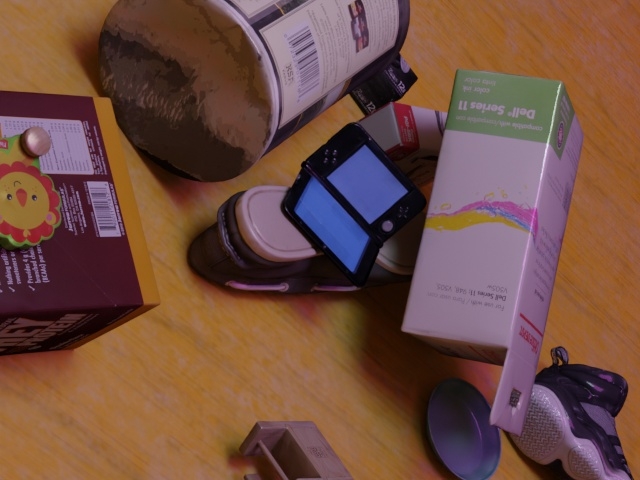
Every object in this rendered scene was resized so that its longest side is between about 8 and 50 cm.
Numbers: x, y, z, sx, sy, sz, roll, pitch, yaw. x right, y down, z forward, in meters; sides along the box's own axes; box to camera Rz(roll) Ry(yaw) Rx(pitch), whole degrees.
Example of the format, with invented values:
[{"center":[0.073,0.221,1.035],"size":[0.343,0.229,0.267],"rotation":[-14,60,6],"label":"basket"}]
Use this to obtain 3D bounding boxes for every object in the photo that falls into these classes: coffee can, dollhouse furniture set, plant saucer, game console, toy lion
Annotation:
[{"center":[-0.061,-0.204,1.406],"size":[0.201,0.201,0.275],"rotation":[57,41,-7],"label":"coffee can"},{"center":[0.001,0.278,1.301],"size":[0.129,0.129,0.183],"rotation":[8,35,-45],"label":"dollhouse furniture set"},{"center":[0.153,0.212,1.544],"size":[0.119,0.021,0.119],"rotation":[23,55,-37],"label":"plant saucer"},{"center":[0.037,-0.036,1.389],"size":[0.122,0.107,0.071],"rotation":[47,9,-20],"label":"game console"},{"center":[-0.243,-0.041,1.064],"size":[0.100,0.034,0.096],"rotation":[9,71,-43],"label":"toy lion"}]

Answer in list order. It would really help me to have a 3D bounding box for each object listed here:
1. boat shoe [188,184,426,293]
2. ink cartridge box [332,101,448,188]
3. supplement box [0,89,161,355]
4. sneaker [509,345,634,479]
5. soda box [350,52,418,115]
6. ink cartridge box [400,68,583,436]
[{"center":[0.000,0.000,1.462],"size":[0.335,0.095,0.112],"rotation":[4,64,-51],"label":"boat shoe"},{"center":[0.098,-0.106,1.597],"size":[0.135,0.099,0.056],"rotation":[5,66,-44],"label":"ink cartridge box"},{"center":[-0.264,-0.011,1.146],"size":[0.194,0.129,0.191],"rotation":[-2,71,-47],"label":"supplement box"},{"center":[0.333,0.249,1.649],"size":[0.268,0.101,0.153],"rotation":[53,44,-7],"label":"sneaker"},{"center":[0.037,-0.232,1.631],"size":[0.169,0.060,0.053],"rotation":[52,41,-12],"label":"soda box"},{"center":[0.180,0.020,1.485],"size":[0.207,0.119,0.353],"rotation":[36,65,-69],"label":"ink cartridge box"}]
